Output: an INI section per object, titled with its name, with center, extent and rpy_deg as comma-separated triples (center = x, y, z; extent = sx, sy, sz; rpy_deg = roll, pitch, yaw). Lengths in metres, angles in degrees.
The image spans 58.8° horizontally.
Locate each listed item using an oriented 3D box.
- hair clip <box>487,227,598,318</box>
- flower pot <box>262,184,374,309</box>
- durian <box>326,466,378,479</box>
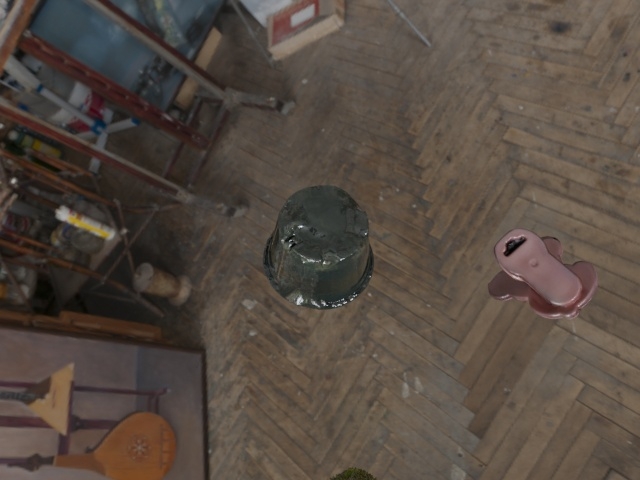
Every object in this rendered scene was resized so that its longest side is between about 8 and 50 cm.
[hair clip]
center = 0.303, 0.053, 0.769
extent = 0.123, 0.102, 0.138
rpy_deg = -48, 57, 3
[flower pot]
center = 0.000, 0.000, 0.762
extent = 0.157, 0.107, 0.157
rpy_deg = 2, 57, -2
[durian]
center = 0.044, 0.436, 0.839
extent = 0.159, 0.198, 0.146
rpy_deg = -38, 99, 18
